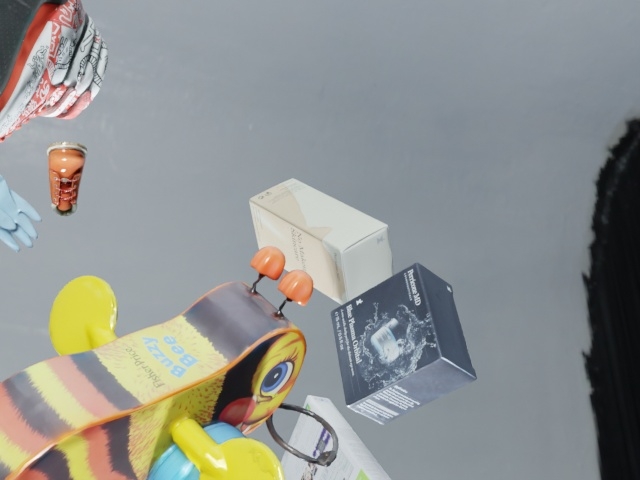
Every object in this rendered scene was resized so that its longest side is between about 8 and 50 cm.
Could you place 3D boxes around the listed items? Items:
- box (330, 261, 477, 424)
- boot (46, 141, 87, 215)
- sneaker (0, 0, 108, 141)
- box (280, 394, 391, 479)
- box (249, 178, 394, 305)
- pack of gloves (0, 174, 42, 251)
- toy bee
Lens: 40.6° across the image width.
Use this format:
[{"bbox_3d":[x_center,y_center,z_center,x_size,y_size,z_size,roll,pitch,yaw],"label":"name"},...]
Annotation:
[{"bbox_3d":[0.109,0.141,1.179,0.158,0.155,0.093,-32,137,25],"label":"box"},{"bbox_3d":[-0.386,-0.093,1.319,0.059,0.084,0.158,0,160,-17],"label":"boot"},{"bbox_3d":[-0.318,-0.152,0.928,0.090,0.270,0.145,11,156,22],"label":"sneaker"},{"bbox_3d":[0.017,0.469,1.602,0.059,0.322,0.232,14,105,-28],"label":"box"},{"bbox_3d":[0.000,0.000,1.742,0.121,0.311,0.147,-28,125,-28],"label":"box"},{"bbox_3d":[-0.593,-0.042,1.424,0.232,0.195,0.046,56,160,-25],"label":"pack of gloves"},{"bbox_3d":[-0.081,0.076,0.519,0.195,0.298,0.162,28,112,12],"label":"toy bee"}]
